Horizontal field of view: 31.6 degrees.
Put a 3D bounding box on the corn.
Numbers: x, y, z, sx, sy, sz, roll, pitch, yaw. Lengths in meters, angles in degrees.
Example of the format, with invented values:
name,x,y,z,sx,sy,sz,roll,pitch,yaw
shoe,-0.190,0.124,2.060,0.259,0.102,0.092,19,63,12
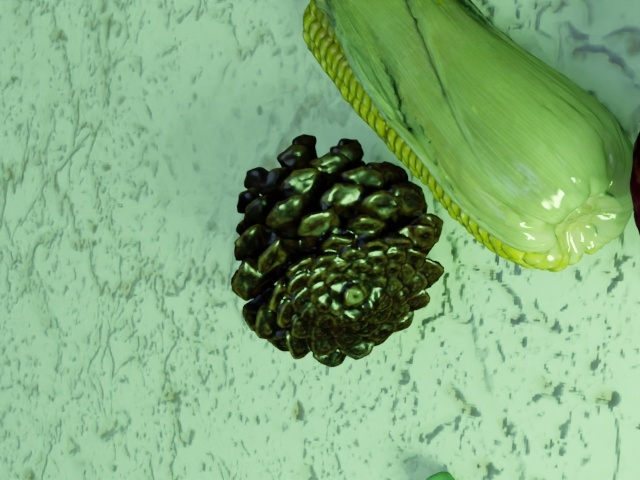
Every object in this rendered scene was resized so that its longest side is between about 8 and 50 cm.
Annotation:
name,x,y,z,sx,sy,sz,roll,pitch,yaw
corn,0.092,-0.105,0.780,0.123,0.122,0.305,-38,56,-3

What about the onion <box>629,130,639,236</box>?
name,x,y,z,sx,sy,sz,roll,pitch,yaw
onion,0.255,-0.031,0.604,0.177,0.153,0.177,1,91,34

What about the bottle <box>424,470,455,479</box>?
name,x,y,z,sx,sy,sz,roll,pitch,yaw
bottle,0.104,0.209,0.823,0.083,0.030,0.030,54,123,31

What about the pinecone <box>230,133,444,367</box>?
name,x,y,z,sx,sy,sz,roll,pitch,yaw
pinecone,0.005,-0.004,0.847,0.163,0.163,0.165,-56,34,28
